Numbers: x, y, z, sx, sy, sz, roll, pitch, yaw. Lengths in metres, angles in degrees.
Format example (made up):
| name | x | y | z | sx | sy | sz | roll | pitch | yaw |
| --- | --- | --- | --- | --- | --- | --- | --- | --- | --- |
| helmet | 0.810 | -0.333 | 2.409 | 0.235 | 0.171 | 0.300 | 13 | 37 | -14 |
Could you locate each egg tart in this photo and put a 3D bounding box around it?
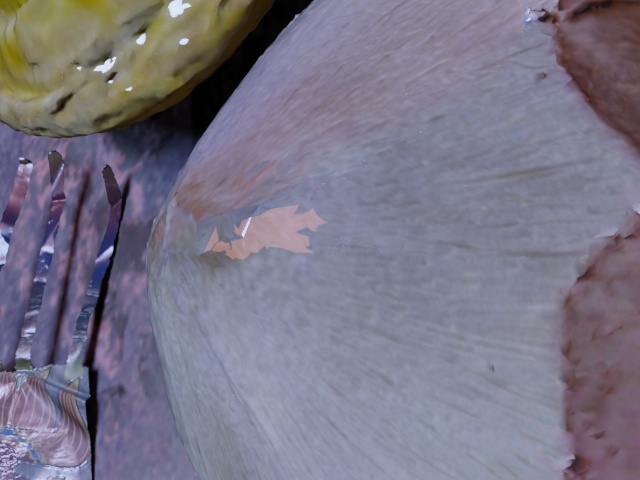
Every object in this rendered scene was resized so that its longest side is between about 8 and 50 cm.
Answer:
| name | x | y | z | sx | sy | sz | roll | pitch | yaw |
| --- | --- | --- | --- | --- | --- | --- | --- | --- | --- |
| egg tart | -0.098 | -0.205 | 0.743 | 0.319 | 0.128 | 0.319 | -28 | 49 | 39 |

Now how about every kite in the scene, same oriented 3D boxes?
| name | x | y | z | sx | sy | sz | roll | pitch | yaw |
| --- | --- | --- | --- | --- | --- | --- | --- | --- | --- |
| kite | -0.143 | 0.066 | 0.809 | 0.127 | 0.016 | 0.229 | 6 | 76 | 26 |

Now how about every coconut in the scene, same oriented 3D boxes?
| name | x | y | z | sx | sy | sz | roll | pitch | yaw |
| --- | --- | --- | --- | --- | --- | --- | --- | --- | --- |
| coconut | 0.054 | 0.018 | 0.494 | 0.224 | 0.234 | 0.224 | -15 | 65 | 35 |
